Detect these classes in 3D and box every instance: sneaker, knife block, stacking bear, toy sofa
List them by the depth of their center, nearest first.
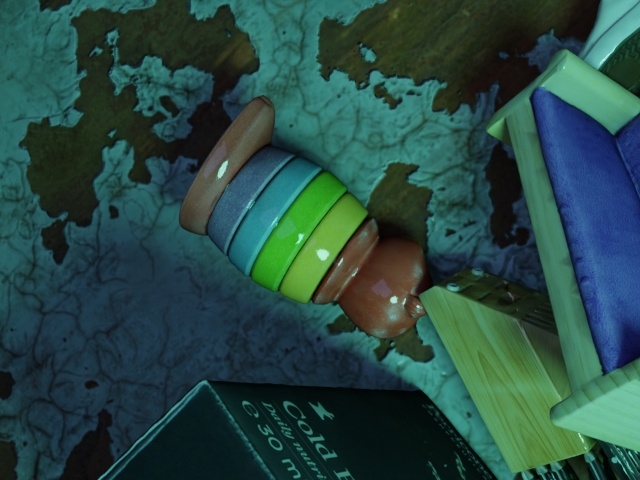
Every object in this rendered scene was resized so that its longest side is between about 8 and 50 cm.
[{"bbox_3d":[0.284,-0.009,0.785,0.177,0.150,0.363,-41,39,40],"label":"toy sofa"},{"bbox_3d":[0.222,0.184,0.920,0.275,0.088,0.242,22,114,29],"label":"knife block"},{"bbox_3d":[0.340,-0.247,0.931,0.290,0.105,0.123,-55,37,17],"label":"sneaker"},{"bbox_3d":[0.000,0.000,0.992,0.289,0.175,0.164,35,70,6],"label":"stacking bear"}]

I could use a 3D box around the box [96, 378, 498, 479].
[{"bbox_3d":[0.059,0.392,0.744,0.297,0.471,0.480,-45,65,11],"label":"box"}]
